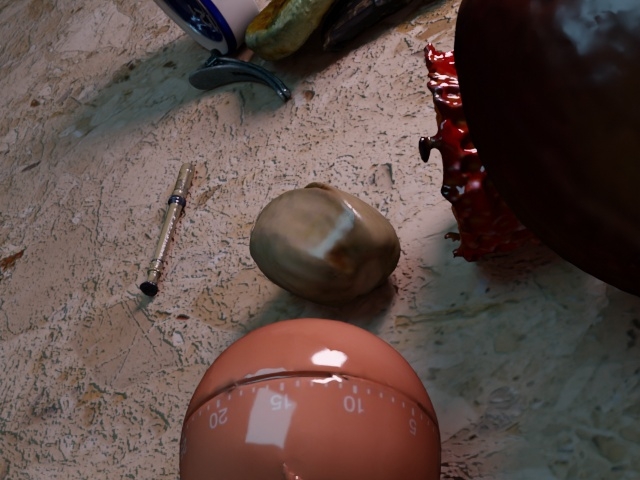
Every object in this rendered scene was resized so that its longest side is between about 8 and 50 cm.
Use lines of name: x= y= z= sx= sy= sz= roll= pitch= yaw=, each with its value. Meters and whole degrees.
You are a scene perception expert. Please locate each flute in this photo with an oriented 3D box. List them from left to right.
flute: x=-0.203 y=-0.021 z=1.706 sx=0.027 sy=0.027 sz=0.233 roll=-19 pitch=40 yaw=30

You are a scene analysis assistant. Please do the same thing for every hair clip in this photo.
hair clip: x=-0.108 y=-0.239 z=1.844 sx=0.070 sy=0.039 sz=0.229 roll=-51 pitch=36 yaw=-16

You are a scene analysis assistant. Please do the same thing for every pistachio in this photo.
pistachio: x=0.000 y=0.000 z=1.390 sx=0.130 sy=0.131 sz=0.206 roll=-9 pitch=18 yaw=-31

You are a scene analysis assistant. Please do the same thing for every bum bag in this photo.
bum bag: x=0.096 y=-0.348 z=1.734 sx=0.248 sy=0.069 sz=0.102 roll=-29 pitch=52 yaw=22

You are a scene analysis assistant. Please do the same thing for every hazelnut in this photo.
hazelnut: x=0.327 y=-0.132 z=1.024 sx=0.420 sy=0.421 sz=0.352 roll=-58 pitch=-2 yaw=-22

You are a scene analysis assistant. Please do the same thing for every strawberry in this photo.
strawberry: x=0.192 y=-0.098 z=1.255 sx=0.178 sy=0.233 sz=0.233 roll=-10 pitch=41 yaw=8

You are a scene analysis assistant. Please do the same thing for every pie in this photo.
pie: x=0.004 y=-0.373 z=1.797 sx=0.302 sy=0.067 sz=0.302 roll=-46 pitch=15 yaw=16

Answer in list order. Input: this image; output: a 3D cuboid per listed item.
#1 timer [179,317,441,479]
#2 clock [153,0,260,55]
timer: x=-0.009 y=0.189 z=1.099 sx=0.230 sy=0.230 sz=0.214 roll=-19 pitch=49 yaw=30
clock: x=-0.194 y=-0.387 z=1.921 sx=0.083 sy=0.230 sz=0.230 roll=-49 pitch=34 yaw=-10
